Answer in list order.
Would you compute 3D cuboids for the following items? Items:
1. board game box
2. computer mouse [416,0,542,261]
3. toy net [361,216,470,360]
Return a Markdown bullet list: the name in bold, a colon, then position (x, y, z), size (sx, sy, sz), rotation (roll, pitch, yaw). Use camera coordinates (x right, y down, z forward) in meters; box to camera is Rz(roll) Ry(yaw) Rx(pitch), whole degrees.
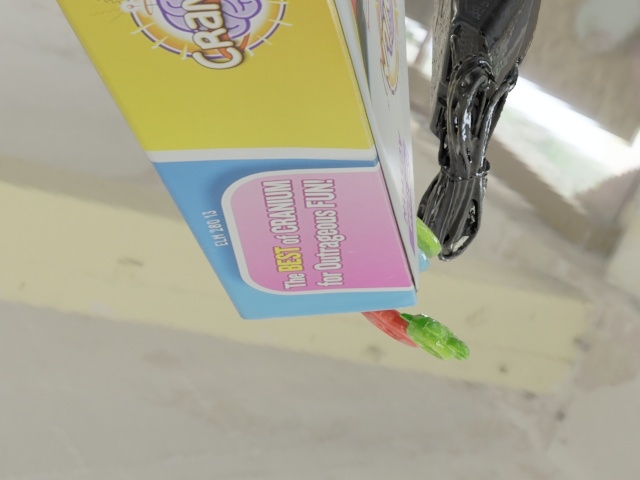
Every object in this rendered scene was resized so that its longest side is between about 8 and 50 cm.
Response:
- **board game box**: position (-0.026, -0.146, 0.412), size (0.064, 0.242, 0.316), rotation (-5, 154, 8)
- **computer mouse**: position (0.116, -0.133, 1.018), size (0.072, 0.188, 0.272), rotation (6, -126, 0)
- **toy net**: position (0.000, 0.000, 0.840), size (0.122, 0.045, 0.232), rotation (41, 170, -31)
